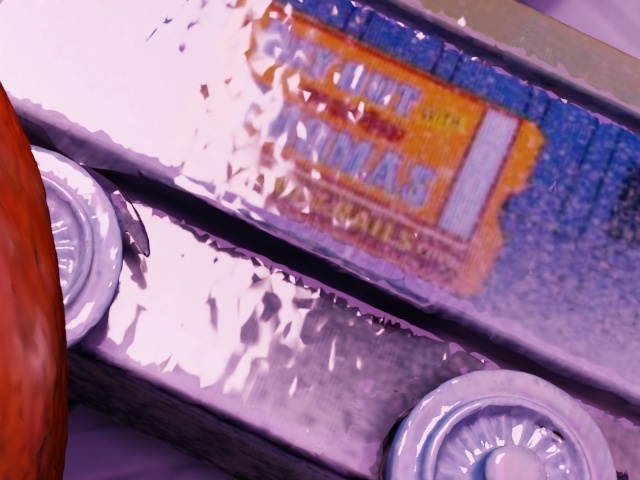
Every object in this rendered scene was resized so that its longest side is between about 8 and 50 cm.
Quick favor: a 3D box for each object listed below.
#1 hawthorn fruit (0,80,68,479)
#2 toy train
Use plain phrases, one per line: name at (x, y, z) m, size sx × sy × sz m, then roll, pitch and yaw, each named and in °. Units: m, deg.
hawthorn fruit at (-0.179, 0.008, 0.457) m, size 0.276 × 0.276 × 0.307 m, roll 20°, pitch 52°, yaw -2°
toy train at (0.000, 0.000, 0.628) m, size 0.299 × 0.131 × 0.202 m, roll 26°, pitch 68°, yaw 0°
